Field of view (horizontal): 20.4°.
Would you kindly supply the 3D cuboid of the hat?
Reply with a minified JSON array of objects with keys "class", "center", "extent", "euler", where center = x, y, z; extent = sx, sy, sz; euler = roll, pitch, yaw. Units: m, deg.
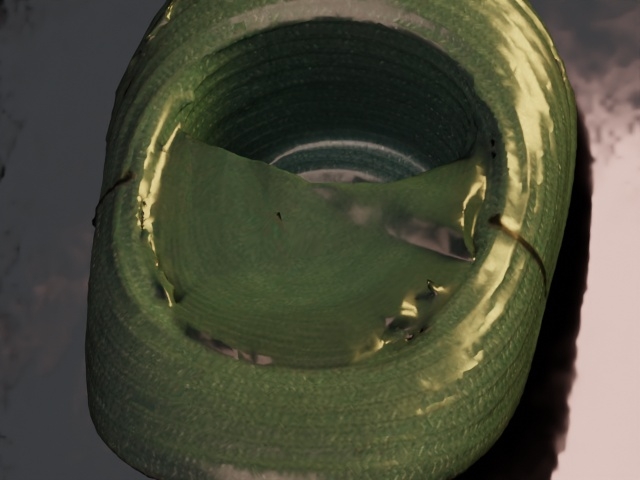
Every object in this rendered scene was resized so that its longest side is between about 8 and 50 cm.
[{"class":"hat","center":[0.000,0.000,0.513],"extent":[0.138,0.078,0.191],"euler":[8,61,8]}]
